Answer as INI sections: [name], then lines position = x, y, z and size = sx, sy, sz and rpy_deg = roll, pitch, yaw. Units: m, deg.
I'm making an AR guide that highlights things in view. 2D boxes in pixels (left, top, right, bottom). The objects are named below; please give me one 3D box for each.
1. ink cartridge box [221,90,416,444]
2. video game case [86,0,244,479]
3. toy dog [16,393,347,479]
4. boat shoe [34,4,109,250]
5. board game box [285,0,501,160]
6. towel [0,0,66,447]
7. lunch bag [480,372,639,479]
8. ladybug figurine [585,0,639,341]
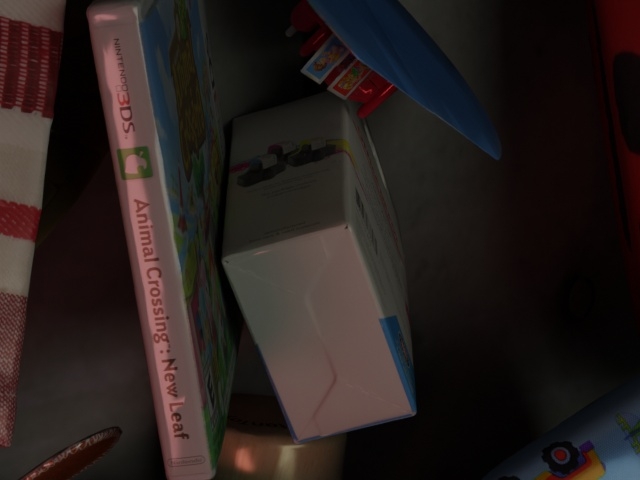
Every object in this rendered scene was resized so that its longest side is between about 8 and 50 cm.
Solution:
[ink cartridge box]
position = 0.000, 0.000, 0.946
size = 0.181, 0.061, 0.104
rpy_deg = -90, 162, -62
[video game case]
position = -0.059, -0.027, 0.849
size = 0.212, 0.023, 0.193
rpy_deg = -83, 166, -72
[toy dog]
position = -0.084, 0.170, 0.859
size = 0.334, 0.161, 0.220
rpy_deg = -27, 115, -38
[boat shoe]
position = -0.184, 0.025, 0.781
size = 0.104, 0.089, 0.285
rpy_deg = 47, 64, -17
[board game box]
position = 0.018, -0.093, 0.964
size = 0.033, 0.133, 0.169
rpy_deg = -42, 136, 16
[towel]
position = -0.205, -0.099, 0.711
size = 0.237, 0.037, 0.329
rpy_deg = 12, 78, -27
[lunch bag]
position = 0.130, 0.153, 1.004
size = 0.221, 0.293, 0.138
rpy_deg = -27, 87, -25
[ladybug figurine]
position = 0.239, -0.066, 1.089
size = 0.305, 0.162, 0.449
rpy_deg = -84, 164, -75
